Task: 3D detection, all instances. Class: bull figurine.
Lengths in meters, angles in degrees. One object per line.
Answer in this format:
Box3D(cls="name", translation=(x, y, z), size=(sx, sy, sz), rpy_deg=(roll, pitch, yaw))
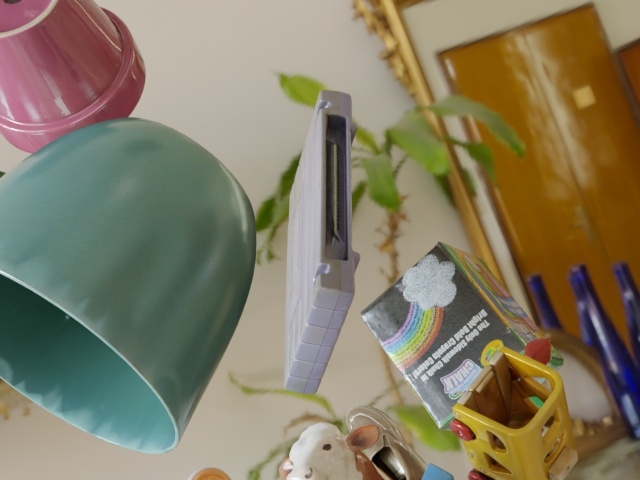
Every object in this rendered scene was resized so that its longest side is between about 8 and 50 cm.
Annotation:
Box3D(cls="bull figurine", translation=(0.034, 0.291, 0.999), size=(0.101, 0.188, 0.310), rpy_deg=(-13, -31, 1))

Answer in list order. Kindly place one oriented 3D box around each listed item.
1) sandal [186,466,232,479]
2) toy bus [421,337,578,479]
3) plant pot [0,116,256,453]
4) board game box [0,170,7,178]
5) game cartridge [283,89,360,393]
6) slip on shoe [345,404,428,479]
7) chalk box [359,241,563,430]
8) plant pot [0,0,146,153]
Box3D(cls="sandal", translation=(-0.109, 0.396, 1.288), size=(0.102, 0.265, 0.076), rpy_deg=(-4, -17, -30))
Box3D(cls="toy bus", translation=(0.212, 0.210, 1.138), size=(0.104, 0.190, 0.202), rpy_deg=(24, 15, 37))
Box3D(cls="plant pot", translation=(-0.199, 0.023, 1.060), size=(0.293, 0.293, 0.235), rpy_deg=(-26, 27, 57))
Box3D(cls="board game box", translation=(-0.458, -0.035, 1.462), size=(0.030, 0.136, 0.260), rpy_deg=(-20, -24, 37))
Box3D(cls="game cartridge", translation=(0.000, 0.000, 1.461), size=(0.068, 0.355, 0.230), rpy_deg=(6, -41, -6))
Box3D(cls="slip on shoe", translation=(0.072, 0.241, 1.268), size=(0.041, 0.135, 0.051), rpy_deg=(3, -53, -50))
Box3D(cls="chalk box", translation=(0.233, 0.174, 1.657), size=(0.180, 0.289, 0.179), rpy_deg=(-43, -27, 16))
Box3D(cls="plant pot", translation=(-0.329, -0.230, 1.293), size=(0.201, 0.201, 0.180), rpy_deg=(-22, -32, 0))
